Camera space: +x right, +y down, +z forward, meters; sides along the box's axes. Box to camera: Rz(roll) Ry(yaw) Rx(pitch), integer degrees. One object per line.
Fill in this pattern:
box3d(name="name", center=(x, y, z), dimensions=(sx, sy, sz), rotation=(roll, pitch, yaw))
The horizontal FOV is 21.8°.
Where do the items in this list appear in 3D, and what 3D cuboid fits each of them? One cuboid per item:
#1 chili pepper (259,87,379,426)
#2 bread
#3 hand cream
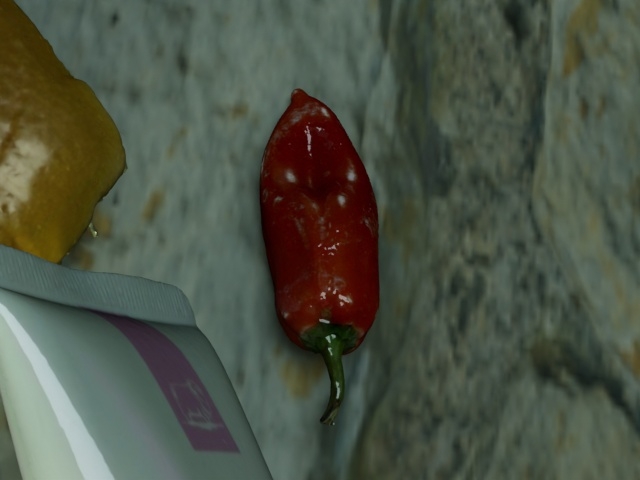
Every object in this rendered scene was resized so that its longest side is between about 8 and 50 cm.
box3d(name="chili pepper", center=(0.001, 0.000, 0.822), dimensions=(0.059, 0.050, 0.191), rotation=(-7, 59, 0))
box3d(name="bread", center=(-0.214, -0.057, 0.753), dimensions=(0.245, 0.121, 0.174), rotation=(46, 62, 5))
box3d(name="hand cream", center=(-0.042, 0.171, 0.685), dimensions=(0.118, 0.185, 0.358), rotation=(-25, 73, 20))
